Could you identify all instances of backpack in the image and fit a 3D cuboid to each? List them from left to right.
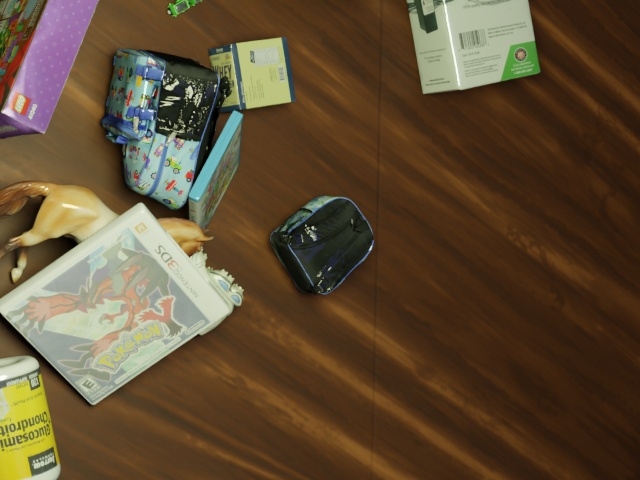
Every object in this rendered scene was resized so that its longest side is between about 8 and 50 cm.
[{"bbox_3d":[-0.190,-0.128,1.844,0.117,0.158,0.173,10,101,-22],"label":"backpack"},{"bbox_3d":[0.000,0.000,2.002,0.114,0.084,0.105,-40,111,-22],"label":"backpack"}]

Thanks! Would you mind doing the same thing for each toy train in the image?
[{"bbox_3d":[-0.153,-0.299,1.942,0.083,0.024,0.017,-36,108,-28],"label":"toy train"}]

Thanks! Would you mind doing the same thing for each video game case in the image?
[{"bbox_3d":[-0.233,0.076,1.801,0.201,0.023,0.183,-34,125,5],"label":"video game case"},{"bbox_3d":[-0.125,-0.074,1.883,0.015,0.166,0.119,26,73,4],"label":"video game case"}]

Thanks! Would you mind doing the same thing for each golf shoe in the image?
[{"bbox_3d":[-0.173,0.042,1.901,0.176,0.069,0.086,46,72,-23],"label":"golf shoe"}]

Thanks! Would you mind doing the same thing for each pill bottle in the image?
[{"bbox_3d":[-0.347,0.227,1.756,0.103,0.103,0.184,-15,97,-33],"label":"pill bottle"}]

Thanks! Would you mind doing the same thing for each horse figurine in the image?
[{"bbox_3d":[-0.271,0.004,1.799,0.263,0.066,0.174,32,104,-26],"label":"horse figurine"}]

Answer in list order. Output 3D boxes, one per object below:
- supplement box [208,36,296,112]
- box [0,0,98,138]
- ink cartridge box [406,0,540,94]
[{"bbox_3d":[-0.085,-0.206,1.966,0.083,0.056,0.083,-12,96,-33],"label":"supplement box"},{"bbox_3d":[-0.313,-0.251,1.729,0.057,0.201,0.293,28,74,-31],"label":"box"},{"bbox_3d":[0.201,-0.314,2.140,0.153,0.087,0.208,-14,98,-33],"label":"ink cartridge box"}]
